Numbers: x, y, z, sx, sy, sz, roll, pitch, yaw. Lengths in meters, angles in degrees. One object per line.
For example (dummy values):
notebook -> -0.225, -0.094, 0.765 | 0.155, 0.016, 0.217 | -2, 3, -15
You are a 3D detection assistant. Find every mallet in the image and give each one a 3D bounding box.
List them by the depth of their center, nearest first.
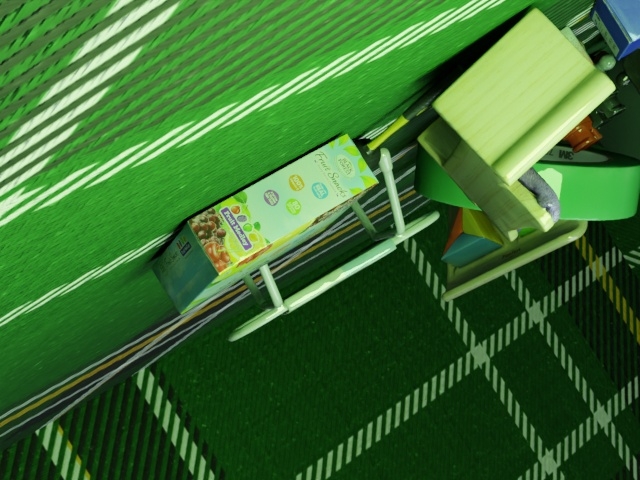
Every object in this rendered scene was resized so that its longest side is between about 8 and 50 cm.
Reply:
mallet -> 0.093, -0.134, 1.438 | 0.189, 0.039, 0.062 | -38, 175, 24

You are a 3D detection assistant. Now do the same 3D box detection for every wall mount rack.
wall mount rack -> 0.000, 0.000, 1.785 | 0.350, 0.130, 0.304 | -31, 180, -10

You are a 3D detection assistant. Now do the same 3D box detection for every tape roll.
tape roll -> 0.296, -0.094, 1.876 | 0.321, 0.077, 0.321 | 5, -169, -1

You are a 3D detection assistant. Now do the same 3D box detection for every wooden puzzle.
wooden puzzle -> 0.305, -0.100, 2.174 | 0.322, 0.080, 0.348 | -31, -139, 47

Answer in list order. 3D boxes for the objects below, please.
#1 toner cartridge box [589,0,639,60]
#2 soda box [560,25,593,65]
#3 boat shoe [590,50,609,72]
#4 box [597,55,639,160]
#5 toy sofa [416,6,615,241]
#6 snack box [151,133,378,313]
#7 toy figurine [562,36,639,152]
toner cartridge box -> 0.500, -0.352, 1.589 | 0.348, 0.075, 0.165 | -32, 178, 6
soda box -> 0.261, -0.201, 1.695 | 0.183, 0.063, 0.058 | -33, 176, 8
boat shoe -> 0.471, -0.282, 2.322 | 0.073, 0.073, 0.207 | -37, 174, 32
box -> 0.667, -0.273, 2.079 | 0.395, 0.212, 0.293 | -23, 155, -21
toy sofa -> 0.225, -0.117, 1.460 | 0.150, 0.177, 0.362 | -43, 177, 0
snack box -> -0.062, -0.016, 1.388 | 0.207, 0.070, 0.174 | -29, 175, -26
toy figurine -> 0.403, -0.242, 1.812 | 0.213, 0.148, 0.209 | -30, 171, -3
